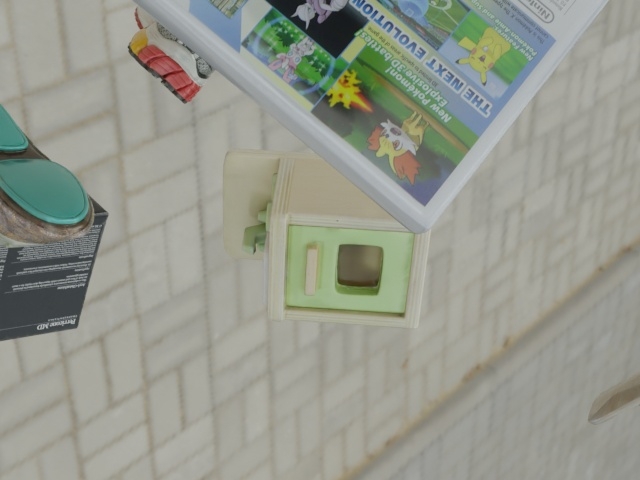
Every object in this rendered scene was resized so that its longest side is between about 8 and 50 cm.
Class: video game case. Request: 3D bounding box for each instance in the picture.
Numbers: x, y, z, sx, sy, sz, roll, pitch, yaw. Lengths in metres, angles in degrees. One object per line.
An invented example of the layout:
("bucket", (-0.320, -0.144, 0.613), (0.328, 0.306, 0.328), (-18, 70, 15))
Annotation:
("video game case", (0.035, -0.219, 0.775), (0.300, 0.329, 0.036), (-51, -178, -14))

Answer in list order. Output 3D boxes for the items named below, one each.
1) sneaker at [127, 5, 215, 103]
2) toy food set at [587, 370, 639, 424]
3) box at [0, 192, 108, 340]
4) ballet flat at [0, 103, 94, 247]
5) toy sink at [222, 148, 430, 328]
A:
("sneaker", (-0.105, -0.193, 0.971), (0.093, 0.225, 0.088), (-43, 113, 12))
("toy food set", (0.419, 0.168, 0.940), (0.220, 0.306, 0.092), (-45, -156, 47))
("box", (-0.415, 0.029, 1.362), (0.261, 0.103, 0.184), (-7, 125, -44))
("ballet flat", (-0.342, -0.057, 1.223), (0.107, 0.316, 0.106), (-3, 124, -36))
("toy sink", (0.000, 0.000, 1.226), (0.131, 0.234, 0.152), (-83, 178, -53))
